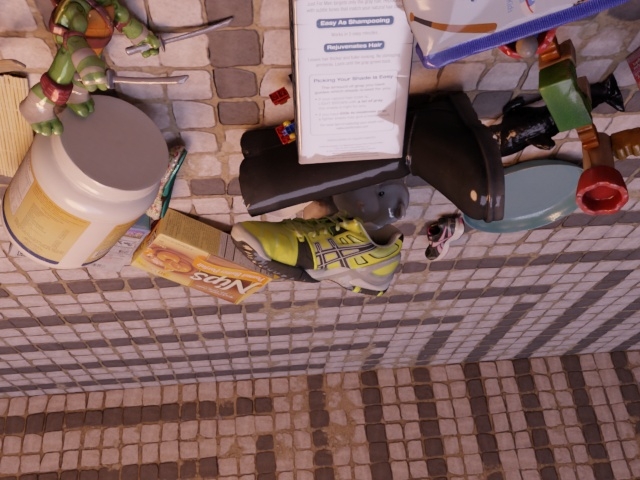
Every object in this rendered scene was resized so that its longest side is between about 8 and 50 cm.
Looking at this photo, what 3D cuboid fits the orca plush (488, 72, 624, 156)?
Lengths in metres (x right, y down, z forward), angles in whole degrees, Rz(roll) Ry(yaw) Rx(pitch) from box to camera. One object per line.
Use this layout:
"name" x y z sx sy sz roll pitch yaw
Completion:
"orca plush" 0.467 -0.220 1.222 0.287 0.102 0.151 -13 151 13

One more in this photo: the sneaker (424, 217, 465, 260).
"sneaker" 0.319 -0.013 1.640 0.077 0.072 0.178 13 140 -10

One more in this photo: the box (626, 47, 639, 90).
"box" 0.684 -0.335 1.027 0.128 0.122 0.257 11 148 -26

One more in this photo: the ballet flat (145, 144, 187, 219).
"ballet flat" -0.345 -0.123 1.271 0.077 0.091 0.241 26 141 -10

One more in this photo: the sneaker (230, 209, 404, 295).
"sneaker" 0.000 0.000 1.196 0.385 0.145 0.147 11 111 -37

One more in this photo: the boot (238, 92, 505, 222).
"boot" 0.070 -0.122 1.083 0.445 0.367 0.146 -8 121 4

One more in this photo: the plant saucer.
"plant saucer" 0.509 -0.112 1.501 0.318 0.043 0.317 -4 153 -2

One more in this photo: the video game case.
"video game case" -0.576 -0.017 1.440 0.270 0.061 0.244 12 148 -31

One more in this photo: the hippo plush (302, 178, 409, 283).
"hippo plush" 0.108 -0.032 1.365 0.294 0.234 0.236 7 150 -22

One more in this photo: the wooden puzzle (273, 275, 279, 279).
"wooden puzzle" -0.105 0.045 1.670 0.239 0.044 0.221 -18 150 22

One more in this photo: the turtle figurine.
"turtle figurine" -0.310 -0.253 0.898 0.275 0.197 0.266 20 137 -36

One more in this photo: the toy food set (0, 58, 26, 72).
"toy food set" -0.539 -0.329 0.866 0.128 0.071 0.218 3 161 40

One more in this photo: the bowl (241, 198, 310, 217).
"bowl" -0.094 -0.113 1.365 0.142 0.053 0.142 19 143 -38

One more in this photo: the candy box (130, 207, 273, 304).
"candy box" -0.296 0.049 1.541 0.316 0.087 0.183 24 141 -29

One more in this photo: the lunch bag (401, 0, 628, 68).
"lunch bag" 0.239 -0.398 0.597 0.386 0.239 0.327 -15 122 13

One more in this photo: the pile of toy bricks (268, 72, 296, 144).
"pile of toy bricks" 0.014 -0.256 1.090 0.212 0.118 0.105 -26 179 6

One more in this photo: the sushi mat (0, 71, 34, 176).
"sushi mat" -0.614 -0.209 1.117 0.152 0.019 0.316 4 151 -20

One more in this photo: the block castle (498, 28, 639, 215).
"block castle" 0.487 -0.240 0.918 0.303 0.212 0.453 -15 134 34

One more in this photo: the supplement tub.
"supplement tub" -0.441 -0.102 1.129 0.228 0.228 0.316 16 145 -36

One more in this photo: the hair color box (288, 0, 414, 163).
"hair color box" 0.043 -0.288 0.894 0.174 0.105 0.347 -4 133 -4
